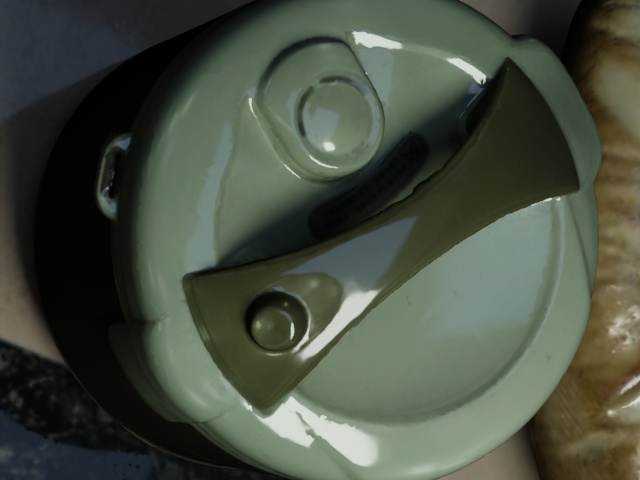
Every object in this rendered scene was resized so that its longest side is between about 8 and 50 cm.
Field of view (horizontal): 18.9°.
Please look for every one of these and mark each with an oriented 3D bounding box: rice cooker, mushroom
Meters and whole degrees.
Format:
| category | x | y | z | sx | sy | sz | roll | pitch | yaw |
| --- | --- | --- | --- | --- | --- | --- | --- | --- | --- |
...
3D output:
| category | x | y | z | sx | sy | sz | roll | pitch | yaw |
| --- | --- | --- | --- | --- | --- | --- | --- | --- | --- |
| rice cooker | 0.000 | 0.000 | 1.240 | 0.335 | 0.325 | 0.335 | 2 | 86 | -23 |
| mushroom | 0.238 | 0.025 | 1.431 | 0.313 | 0.224 | 0.397 | -32 | 92 | -8 |
